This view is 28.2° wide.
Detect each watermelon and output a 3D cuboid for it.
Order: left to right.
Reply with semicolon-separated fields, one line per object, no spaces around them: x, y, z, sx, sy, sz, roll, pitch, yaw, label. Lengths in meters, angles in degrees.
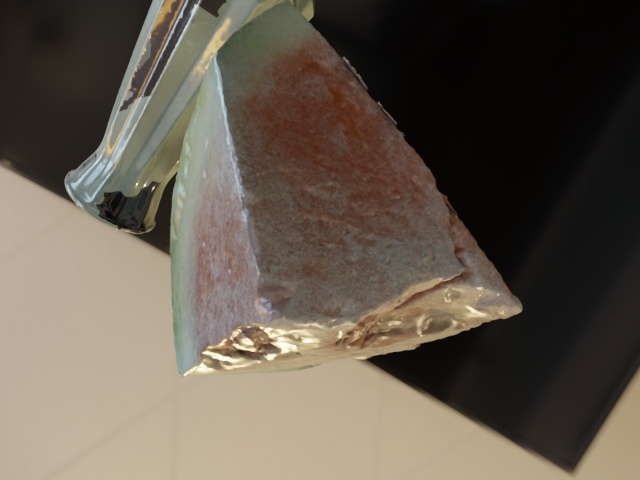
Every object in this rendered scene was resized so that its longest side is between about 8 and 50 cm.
0.000;0.000;0.901;0.193;0.310;0.232;-6;-143;-28;watermelon

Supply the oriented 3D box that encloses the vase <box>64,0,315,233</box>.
-0.145;-0.180;1.379;0.165;0.360;0.165;30;-158;-13;vase
